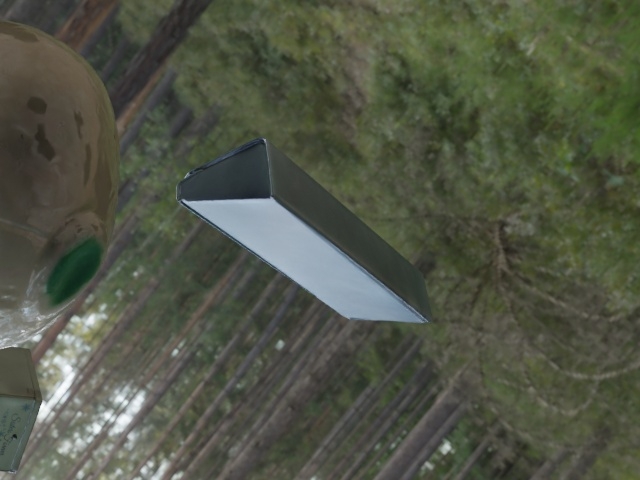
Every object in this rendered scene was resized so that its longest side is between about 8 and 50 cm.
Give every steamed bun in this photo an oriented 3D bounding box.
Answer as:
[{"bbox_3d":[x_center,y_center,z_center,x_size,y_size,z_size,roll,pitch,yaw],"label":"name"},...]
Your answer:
[{"bbox_3d":[-0.219,-0.038,0.622,0.177,0.228,0.131,15,173,-32],"label":"steamed bun"}]

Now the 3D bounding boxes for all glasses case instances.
[{"bbox_3d":[0.000,0.000,0.801,0.105,0.056,0.266,1,156,35],"label":"glasses case"}]

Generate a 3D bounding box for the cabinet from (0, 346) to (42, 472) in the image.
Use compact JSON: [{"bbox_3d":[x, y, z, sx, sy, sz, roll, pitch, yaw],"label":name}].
[{"bbox_3d":[-0.562,0.253,1.418,0.206,0.145,0.150,12,-157,-31],"label":"cabinet"}]
